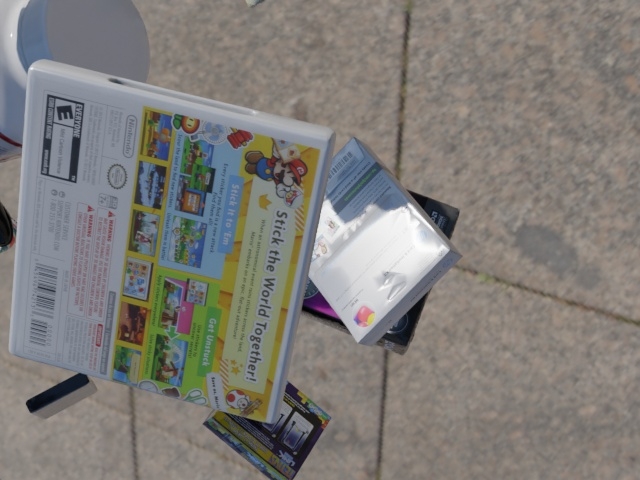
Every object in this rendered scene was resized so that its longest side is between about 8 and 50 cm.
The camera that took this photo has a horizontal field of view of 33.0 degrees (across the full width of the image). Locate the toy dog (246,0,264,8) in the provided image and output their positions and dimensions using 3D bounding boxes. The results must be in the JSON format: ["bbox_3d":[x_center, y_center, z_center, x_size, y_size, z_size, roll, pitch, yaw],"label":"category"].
[{"bbox_3d":[-0.110,-0.605,1.514,0.408,0.395,0.284,44,126,-13],"label":"toy dog"}]

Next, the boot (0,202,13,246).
[{"bbox_3d":[-0.453,-0.042,1.466,0.099,0.045,0.121,-136,31,-76],"label":"boot"}]

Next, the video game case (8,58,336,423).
[{"bbox_3d":[-0.110,0.006,0.750,0.206,0.026,0.227,14,115,5],"label":"video game case"}]

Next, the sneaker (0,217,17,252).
[{"bbox_3d":[-0.633,-0.038,2.002,0.161,0.075,0.057,40,127,-7],"label":"sneaker"}]

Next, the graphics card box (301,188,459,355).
[{"bbox_3d":[0.000,0.000,1.644,0.371,0.233,0.094,22,165,6],"label":"graphics card box"}]

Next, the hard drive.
[{"bbox_3d":[-0.384,0.232,1.614,0.022,0.094,0.135,60,168,8],"label":"hard drive"}]

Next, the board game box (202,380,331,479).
[{"bbox_3d":[-0.086,0.295,1.772,0.170,0.141,0.048,41,146,-8],"label":"board game box"}]

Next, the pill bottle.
[{"bbox_3d":[-0.431,-0.220,1.445,0.407,0.229,0.229,-9,108,36],"label":"pill bottle"}]

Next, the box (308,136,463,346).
[{"bbox_3d":[0.046,-0.001,1.193,0.145,0.038,0.186,-47,58,14],"label":"box"}]
